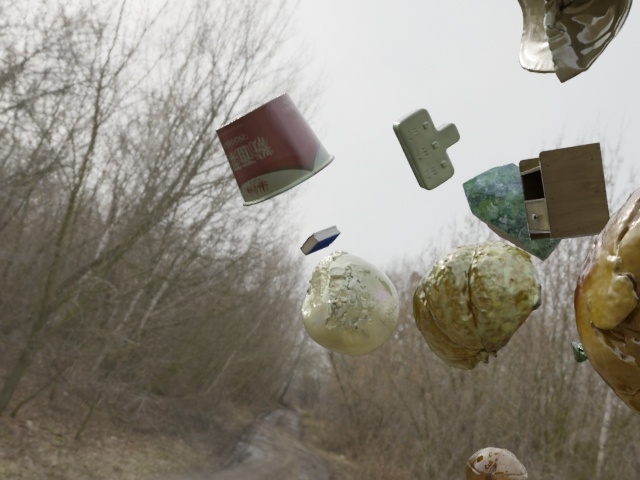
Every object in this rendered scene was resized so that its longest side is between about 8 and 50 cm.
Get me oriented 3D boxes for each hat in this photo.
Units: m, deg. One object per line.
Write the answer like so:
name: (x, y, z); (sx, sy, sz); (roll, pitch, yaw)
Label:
hat: (0.309, -0.301, 0.691); (0.144, 0.173, 0.166); (-11, -68, 27)

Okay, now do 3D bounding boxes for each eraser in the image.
eraser: (0.000, 0.000, 1.275); (0.027, 0.085, 0.063); (55, -47, 13)

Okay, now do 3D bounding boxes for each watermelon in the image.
watermelon: (0.668, -0.106, 1.946); (0.387, 0.228, 0.258); (39, -5, 1)

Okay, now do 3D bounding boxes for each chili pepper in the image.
chili pepper: (0.614, 0.259, 1.294); (0.055, 0.035, 0.118); (52, 2, 22)

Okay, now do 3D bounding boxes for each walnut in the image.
walnut: (0.474, 0.639, 1.475); (0.168, 0.167, 0.207); (12, -15, 30)

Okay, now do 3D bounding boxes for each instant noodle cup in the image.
instant noodle cup: (-0.111, -0.204, 1.205); (0.235, 0.235, 0.178); (-3, -60, 58)

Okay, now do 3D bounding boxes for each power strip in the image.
power strip: (0.372, -0.319, 1.826); (0.264, 0.194, 0.059); (60, -8, -21)

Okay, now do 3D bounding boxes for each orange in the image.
orange: (0.336, 0.133, 1.276); (0.211, 0.270, 0.368); (24, -34, 2)

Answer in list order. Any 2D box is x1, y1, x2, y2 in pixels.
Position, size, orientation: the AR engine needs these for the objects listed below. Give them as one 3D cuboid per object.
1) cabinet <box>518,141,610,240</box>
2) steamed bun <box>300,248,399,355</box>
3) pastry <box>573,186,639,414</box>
cabinet: (0.590, -0.111, 1.346); (0.148, 0.215, 0.175); (-9, 1, 5)
steamed bun: (0.121, 0.204, 1.784); (0.312, 0.333, 0.233); (19, -22, -23)
pastry: (0.504, 0.077, 0.703); (0.356, 0.355, 0.164); (20, 7, 5)
